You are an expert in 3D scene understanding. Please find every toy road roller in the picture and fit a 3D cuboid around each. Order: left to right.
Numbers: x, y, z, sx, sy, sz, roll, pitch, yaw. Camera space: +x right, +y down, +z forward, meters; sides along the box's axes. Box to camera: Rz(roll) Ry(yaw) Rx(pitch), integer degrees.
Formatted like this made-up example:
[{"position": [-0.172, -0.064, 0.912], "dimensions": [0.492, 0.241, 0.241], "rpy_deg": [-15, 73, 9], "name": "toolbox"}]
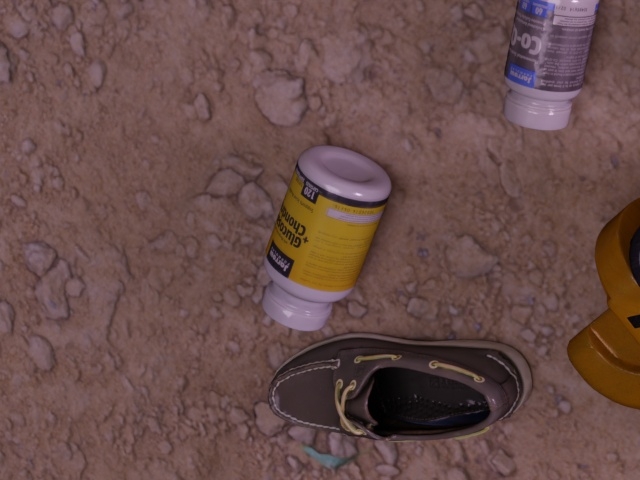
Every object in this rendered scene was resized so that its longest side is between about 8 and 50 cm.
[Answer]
[{"position": [0.389, 0.099, 1.763], "dimensions": [0.329, 0.202, 0.240], "rpy_deg": [53, 133, 8], "name": "toy road roller"}]

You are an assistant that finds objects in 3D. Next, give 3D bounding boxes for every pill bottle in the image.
[{"position": [0.000, 0.000, 1.972], "dimensions": [0.103, 0.103, 0.184], "rpy_deg": [28, 117, 16], "name": "pill bottle"}, {"position": [0.221, -0.181, 1.815], "dimensions": [0.078, 0.078, 0.137], "rpy_deg": [17, 113, 21], "name": "pill bottle"}]

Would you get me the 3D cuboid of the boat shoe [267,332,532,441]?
[{"position": [0.069, 0.161, 1.998], "dimensions": [0.305, 0.091, 0.109], "rpy_deg": [-5, 105, 28], "name": "boat shoe"}]
